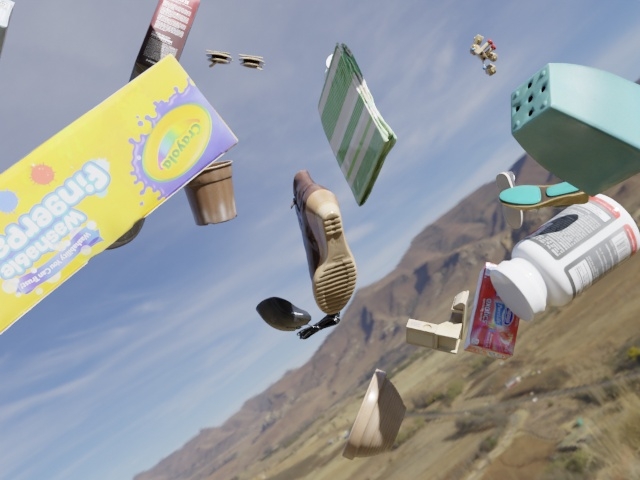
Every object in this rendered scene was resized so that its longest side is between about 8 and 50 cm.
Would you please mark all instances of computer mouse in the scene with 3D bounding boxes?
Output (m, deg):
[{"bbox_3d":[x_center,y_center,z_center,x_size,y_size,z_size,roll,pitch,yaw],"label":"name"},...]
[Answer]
[{"bbox_3d":[-0.054,0.227,1.893,0.184,0.060,0.262,-30,-42,21],"label":"computer mouse"}]

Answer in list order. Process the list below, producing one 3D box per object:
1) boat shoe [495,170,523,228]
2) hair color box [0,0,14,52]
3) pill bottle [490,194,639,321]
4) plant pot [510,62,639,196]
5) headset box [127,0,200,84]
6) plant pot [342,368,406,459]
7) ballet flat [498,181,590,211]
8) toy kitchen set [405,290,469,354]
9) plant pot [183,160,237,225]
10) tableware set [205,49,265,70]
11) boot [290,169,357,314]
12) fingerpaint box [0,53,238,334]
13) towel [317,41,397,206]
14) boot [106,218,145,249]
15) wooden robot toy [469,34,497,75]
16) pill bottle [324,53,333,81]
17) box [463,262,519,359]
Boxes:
[{"bbox_3d":[0.673,-0.145,2.230,0.065,0.206,0.075,-24,9,-38],"label":"boat shoe"},{"bbox_3d":[-0.828,-0.380,1.501,0.114,0.185,0.374,15,-61,-29],"label":"hair color box"},{"bbox_3d":[0.660,0.048,1.744,0.363,0.210,0.210,-33,-11,-8],"label":"pill bottle"},{"bbox_3d":[0.483,-0.221,1.205,0.234,0.165,0.166,19,-29,-19],"label":"plant pot"},{"bbox_3d":[-0.456,-0.576,1.863,0.218,0.110,0.293,-22,50,65],"label":"headset box"},{"bbox_3d":[0.148,0.457,1.626,0.237,0.110,0.237,21,-90,-81],"label":"plant pot"},{"bbox_3d":[0.593,-0.107,1.690,0.232,0.073,0.080,-6,47,28],"label":"ballet flat"},{"bbox_3d":[0.169,0.103,0.912,0.083,0.075,0.068,-57,-29,-49],"label":"toy kitchen set"},{"bbox_3d":[-0.321,-0.137,1.869,0.167,0.165,0.167,-11,14,3],"label":"plant pot"},{"bbox_3d":[-0.281,-0.585,2.107,0.194,0.039,0.128,7,4,-2],"label":"tableware set"},{"bbox_3d":[0.000,0.000,1.285,0.090,0.207,0.248,-9,-62,-14],"label":"boot"},{"bbox_3d":[-0.389,-0.063,0.978,0.445,0.163,0.371,-43,18,-17],"label":"fingerpaint box"},{"bbox_3d":[0.077,-0.284,1.556,0.038,0.324,0.247,-10,-31,-23],"label":"towel"},{"bbox_3d":[-0.585,-0.087,1.593,0.284,0.138,0.377,-6,34,12],"label":"boot"},{"bbox_3d":[0.548,-0.646,2.180,0.076,0.079,0.173,-44,-50,6],"label":"wooden robot toy"},{"bbox_3d":[0.077,-0.518,2.134,0.121,0.121,0.216,-34,-30,-12],"label":"pill bottle"},{"bbox_3d":[0.515,0.210,1.880,0.122,0.128,0.256,76,-152,-71],"label":"box"}]
